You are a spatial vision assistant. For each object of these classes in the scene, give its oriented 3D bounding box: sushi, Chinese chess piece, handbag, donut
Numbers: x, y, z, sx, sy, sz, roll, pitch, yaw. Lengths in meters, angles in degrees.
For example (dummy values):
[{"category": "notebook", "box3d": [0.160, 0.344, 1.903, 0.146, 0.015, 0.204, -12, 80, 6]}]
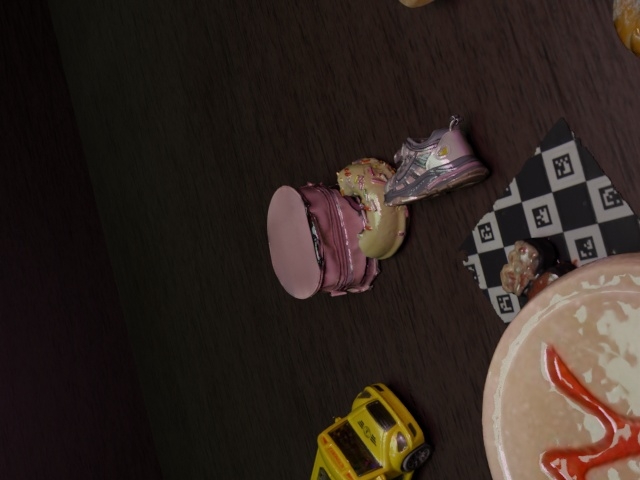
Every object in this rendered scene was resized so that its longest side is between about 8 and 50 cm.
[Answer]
[{"category": "sushi", "box3d": [0.273, 0.053, 0.807, 0.289, 0.050, 0.264, 62, 146, 26]}, {"category": "Chinese chess piece", "box3d": [0.310, 0.177, 0.623, 0.338, 0.141, 0.337, -6, 82, 49]}, {"category": "handbag", "box3d": [0.001, 0.000, 1.176, 0.179, 0.117, 0.204, -18, 84, 59]}, {"category": "donut", "box3d": [0.084, -0.055, 1.068, 0.108, 0.065, 0.165, -27, 77, 58]}]

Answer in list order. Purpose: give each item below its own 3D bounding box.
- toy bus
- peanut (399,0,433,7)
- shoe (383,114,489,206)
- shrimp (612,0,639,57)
[{"category": "toy bus", "box3d": [0.065, 0.405, 1.174, 0.144, 0.152, 0.330, 47, 138, 43]}, {"category": "peanut", "box3d": [0.126, -0.413, 0.824, 0.137, 0.122, 0.253, 42, 137, 32]}, {"category": "shoe", "box3d": [0.141, -0.103, 0.935, 0.180, 0.089, 0.092, -18, 85, 57]}, {"category": "shrimp", "box3d": [0.345, -0.234, 0.593, 0.217, 0.051, 0.150, 13, 104, 61]}]
